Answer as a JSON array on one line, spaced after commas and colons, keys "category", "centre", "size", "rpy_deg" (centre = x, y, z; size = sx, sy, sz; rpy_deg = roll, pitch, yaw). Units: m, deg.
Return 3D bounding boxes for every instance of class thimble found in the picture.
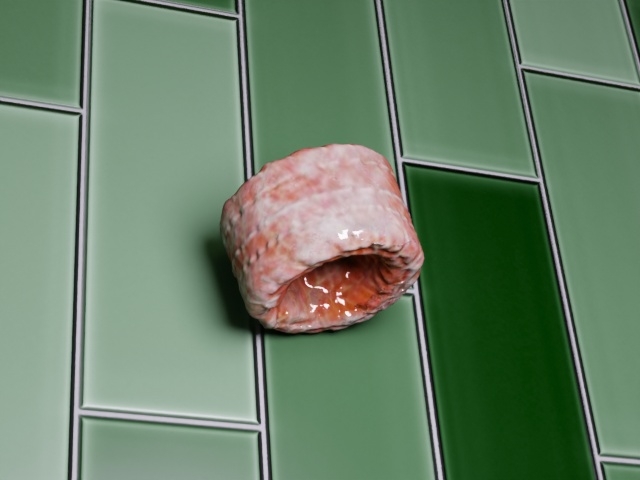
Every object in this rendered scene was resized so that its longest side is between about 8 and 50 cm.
[{"category": "thimble", "centre": [0.000, 0.000, 1.734], "size": [0.239, 0.239, 0.162], "rpy_deg": [-5, 59, -25]}]
